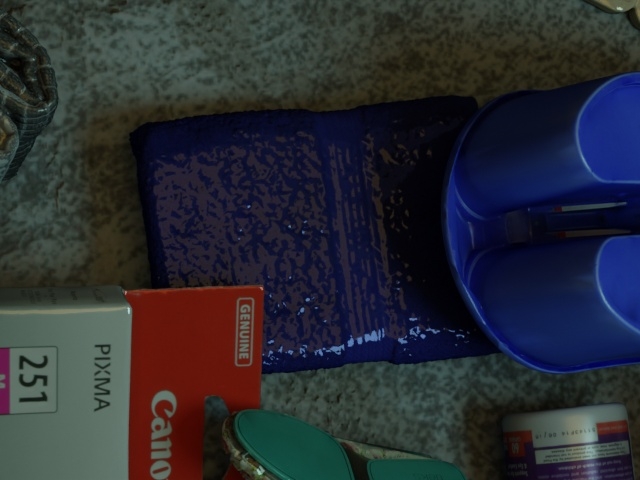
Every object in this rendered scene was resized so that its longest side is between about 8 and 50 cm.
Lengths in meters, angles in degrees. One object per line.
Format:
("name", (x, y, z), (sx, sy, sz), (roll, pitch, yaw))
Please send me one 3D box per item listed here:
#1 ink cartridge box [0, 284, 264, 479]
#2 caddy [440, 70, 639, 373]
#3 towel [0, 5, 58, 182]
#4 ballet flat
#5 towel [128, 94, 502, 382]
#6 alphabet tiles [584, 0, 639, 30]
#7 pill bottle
("ink cartridge box", (-0.160, 0.173, 1.473), (0.239, 0.060, 0.275), (-1, 105, -13))
("caddy", (0.252, -0.015, 1.566), (0.341, 0.179, 0.241), (-3, 84, -39))
("towel", (-0.337, -0.153, 1.431), (0.284, 0.235, 0.121), (41, 72, -7))
("ballet flat", (0.014, 0.203, 1.527), (0.241, 0.077, 0.091), (19, 40, -26))
("towel", (0.000, 0.000, 1.579), (0.308, 0.076, 0.227), (-5, 81, -16))
("alphabet tiles", (0.331, -0.327, 1.725), (0.278, 0.021, 0.284), (25, 78, -10))
("pill bottle", (0.216, 0.238, 1.579), (0.108, 0.108, 0.193), (-4, 84, -14))
